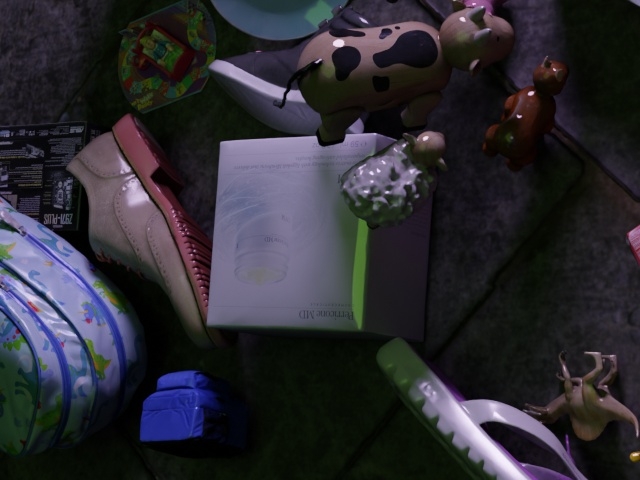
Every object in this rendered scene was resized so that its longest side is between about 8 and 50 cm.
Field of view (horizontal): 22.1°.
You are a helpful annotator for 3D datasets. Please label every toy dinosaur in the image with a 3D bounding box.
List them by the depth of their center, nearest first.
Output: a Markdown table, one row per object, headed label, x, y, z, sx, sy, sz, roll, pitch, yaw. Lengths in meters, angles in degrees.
| label | x | y | z | sx | sy | sz | roll | pitch | yaw |
| --- | --- | --- | --- | --- | --- | --- | --- | --- | --- |
| toy dinosaur | 0.288 | 0.164 | 1.708 | 0.183 | 0.053 | 0.092 | -3 | 80 | 58 |

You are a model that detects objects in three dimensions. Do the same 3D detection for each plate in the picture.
| label | x | y | z | sx | sy | sz | roll | pitch | yaw |
| --- | --- | --- | --- | --- | --- | --- | --- | --- | --- |
| plate | -0.050 | -0.333 | 1.982 | 0.188 | 0.188 | 0.024 | -45 | 21 | 21 |

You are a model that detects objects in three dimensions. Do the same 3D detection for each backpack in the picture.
| label | x | y | z | sx | sy | sz | roll | pitch | yaw |
| --- | --- | --- | --- | --- | --- | --- | --- | --- | --- |
| backpack | -0.141 | 0.212 | 1.967 | 0.098 | 0.120 | 0.101 | -2 | 71 | 37 |
| backpack | -0.391 | 0.117 | 2.080 | 0.355 | 0.273 | 0.290 | 28 | 117 | 8 |

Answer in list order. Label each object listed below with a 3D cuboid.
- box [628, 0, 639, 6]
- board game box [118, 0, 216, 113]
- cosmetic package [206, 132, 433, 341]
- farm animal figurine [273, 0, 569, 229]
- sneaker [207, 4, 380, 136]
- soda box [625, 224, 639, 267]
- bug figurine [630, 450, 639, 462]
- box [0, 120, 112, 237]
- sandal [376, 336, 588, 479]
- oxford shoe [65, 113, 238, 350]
| label | x | y | z | sx | sy | sz | roll | pitch | yaw |
| --- | --- | --- | --- | --- | --- | --- | --- | --- | --- |
| box | 0.362 | -0.375 | 1.704 | 0.231 | 0.127 | 0.262 | 36 | 104 | 32 |
| board game box | -0.212 | -0.245 | 2.144 | 0.169 | 0.033 | 0.133 | -17 | 73 | 33 |
| cosmetic package | 0.000 | 0.000 | 1.891 | 0.224 | 0.138 | 0.224 | -1 | 83 | 35 |
| farm animal figurine | 0.106 | -0.215 | 1.740 | 0.327 | 0.172 | 0.330 | -28 | 76 | -18 |
| sneaker | -0.013 | -0.211 | 1.968 | 0.296 | 0.104 | 0.147 | 19 | 70 | 51 |
| soda box | 0.437 | -0.036 | 1.613 | 0.263 | 0.092 | 0.083 | -36 | 64 | 25 |
| bug figurine | 0.433 | 0.248 | 1.584 | 0.216 | 0.072 | 0.279 | -31 | 61 | 21 |
| box | -0.357 | -0.079 | 2.192 | 0.180 | 0.077 | 0.147 | -1 | 82 | 35 |
| sandal | 0.211 | 0.225 | 1.707 | 0.102 | 0.169 | 0.416 | -42 | 59 | -6 |
| oxford shoe | -0.208 | 0.010 | 2.028 | 0.130 | 0.123 | 0.348 | -32 | 59 | 6 |
